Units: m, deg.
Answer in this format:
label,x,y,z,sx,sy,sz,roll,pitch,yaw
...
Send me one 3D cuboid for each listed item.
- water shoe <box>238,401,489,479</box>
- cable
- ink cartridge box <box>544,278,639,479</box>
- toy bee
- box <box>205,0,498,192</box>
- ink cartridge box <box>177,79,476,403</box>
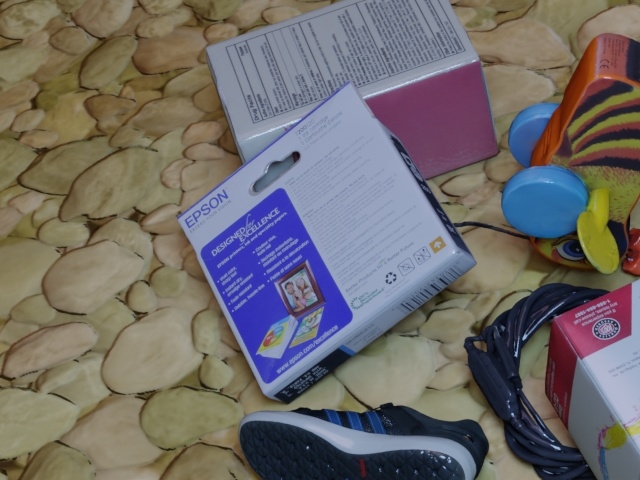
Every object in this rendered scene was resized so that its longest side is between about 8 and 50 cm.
label,x,y,z,sx,sy,sz,roll,pitch,yaw
water shoe,0.034,0.167,1.403,0.203,0.073,0.080,8,23,24
cable,0.209,0.117,1.405,0.150,0.047,0.184,-21,52,-16
ink cartridge box,0.262,0.129,1.281,0.128,0.127,0.176,-22,59,-11
toy bee,0.223,-0.046,1.467,0.162,0.298,0.195,22,69,-14
box,0.029,-0.129,1.639,0.232,0.127,0.149,-19,44,-1
ink cartridge box,0.000,0.000,1.507,0.206,0.045,0.208,-37,56,12
